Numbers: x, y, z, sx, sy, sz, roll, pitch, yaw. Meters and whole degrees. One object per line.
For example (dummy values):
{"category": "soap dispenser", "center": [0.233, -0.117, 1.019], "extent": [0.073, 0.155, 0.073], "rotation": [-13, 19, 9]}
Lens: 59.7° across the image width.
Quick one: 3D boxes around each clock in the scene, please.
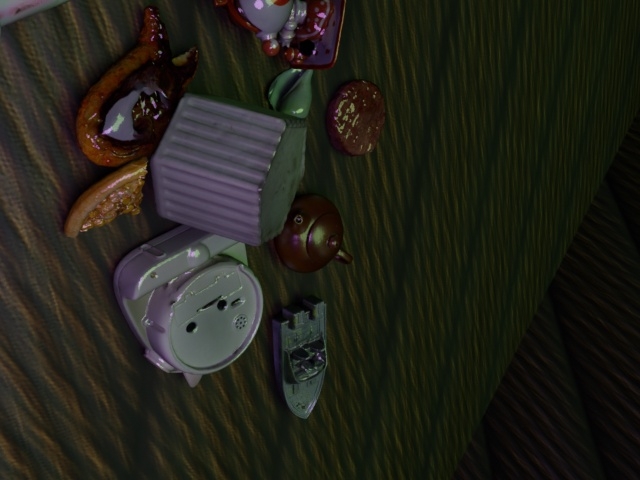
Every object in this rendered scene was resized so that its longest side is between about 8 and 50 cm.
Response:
{"category": "clock", "center": [-0.222, 0.128, 1.061], "extent": [0.265, 0.108, 0.324], "rotation": [-34, 127, -35]}

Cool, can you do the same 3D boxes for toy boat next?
{"category": "toy boat", "center": [-0.042, 0.290, 1.326], "extent": [0.141, 0.092, 0.320], "rotation": [-20, 119, -40]}

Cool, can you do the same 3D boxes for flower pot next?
{"category": "flower pot", "center": [-0.143, -0.121, 0.932], "extent": [0.209, 0.189, 0.239], "rotation": [75, 35, -70]}

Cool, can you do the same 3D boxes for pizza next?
{"category": "pizza", "center": [-0.329, -0.061, 0.889], "extent": [0.178, 0.041, 0.131], "rotation": [-36, 168, -2]}

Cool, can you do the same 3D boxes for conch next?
{"category": "conch", "center": [-0.063, -0.281, 1.130], "extent": [0.065, 0.088, 0.180], "rotation": [125, -18, -82]}

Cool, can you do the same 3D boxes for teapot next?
{"category": "teapot", "center": [0.000, 0.000, 1.238], "extent": [0.252, 0.135, 0.178], "rotation": [37, 80, -46]}

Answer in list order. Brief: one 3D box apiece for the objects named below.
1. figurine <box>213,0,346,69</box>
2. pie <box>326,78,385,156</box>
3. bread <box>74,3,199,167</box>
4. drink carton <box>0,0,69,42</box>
{"category": "figurine", "center": [-0.091, -0.420, 0.993], "extent": [0.226, 0.160, 0.184], "rotation": [1, 103, -38]}
{"category": "pie", "center": [0.088, -0.284, 1.292], "extent": [0.182, 0.049, 0.183], "rotation": [-17, 114, -41]}
{"category": "bread", "center": [-0.289, -0.231, 0.883], "extent": [0.139, 0.095, 0.269], "rotation": [47, 55, -50]}
{"category": "drink carton", "center": [-0.395, -0.332, 0.691], "extent": [0.142, 0.144, 0.146], "rotation": [-43, 132, -36]}
